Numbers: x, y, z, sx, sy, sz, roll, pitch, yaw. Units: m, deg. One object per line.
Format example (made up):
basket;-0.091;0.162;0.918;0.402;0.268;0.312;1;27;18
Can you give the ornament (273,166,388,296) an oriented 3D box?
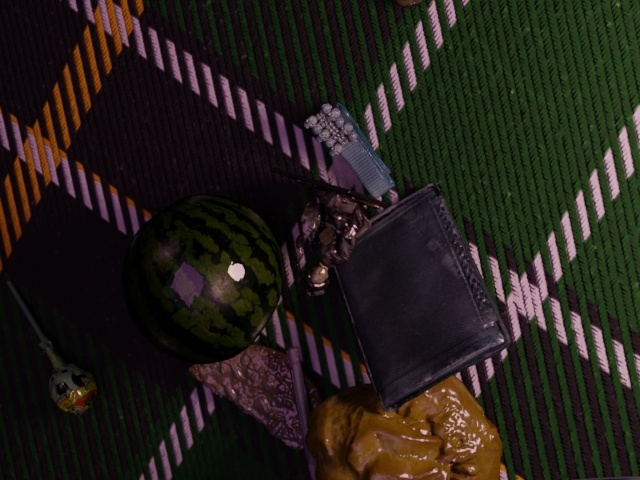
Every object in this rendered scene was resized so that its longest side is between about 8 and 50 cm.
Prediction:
ornament;0.000;0.000;1.877;0.166;0.153;0.196;17;93;30

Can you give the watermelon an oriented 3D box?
watermelon;-0.202;0.064;1.913;0.285;0.285;0.285;2;96;17

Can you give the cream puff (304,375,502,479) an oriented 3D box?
cream puff;0.145;0.348;1.840;0.323;0.274;0.270;43;115;5

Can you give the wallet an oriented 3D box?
wallet;0.155;0.094;1.841;0.237;0.075;0.342;-32;51;15

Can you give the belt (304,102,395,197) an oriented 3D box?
belt;0.058;-0.154;1.906;0.065;0.100;0.179;-38;87;20

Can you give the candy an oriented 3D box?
candy;-0.530;0.200;2.132;0.083;0.091;0.305;-40;77;18

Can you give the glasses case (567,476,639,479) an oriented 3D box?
glasses case;0.477;0.434;1.862;0.178;0.045;0.067;-7;93;18

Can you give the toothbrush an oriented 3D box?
toothbrush;-0.020;0.360;1.981;0.024;0.029;0.354;-8;98;11

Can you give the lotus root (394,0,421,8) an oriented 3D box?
lotus root;0.141;-0.479;1.856;0.089;0.080;0.179;-8;92;19

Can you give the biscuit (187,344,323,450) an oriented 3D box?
biscuit;-0.093;0.267;2.022;0.289;0.038;0.141;35;104;9
